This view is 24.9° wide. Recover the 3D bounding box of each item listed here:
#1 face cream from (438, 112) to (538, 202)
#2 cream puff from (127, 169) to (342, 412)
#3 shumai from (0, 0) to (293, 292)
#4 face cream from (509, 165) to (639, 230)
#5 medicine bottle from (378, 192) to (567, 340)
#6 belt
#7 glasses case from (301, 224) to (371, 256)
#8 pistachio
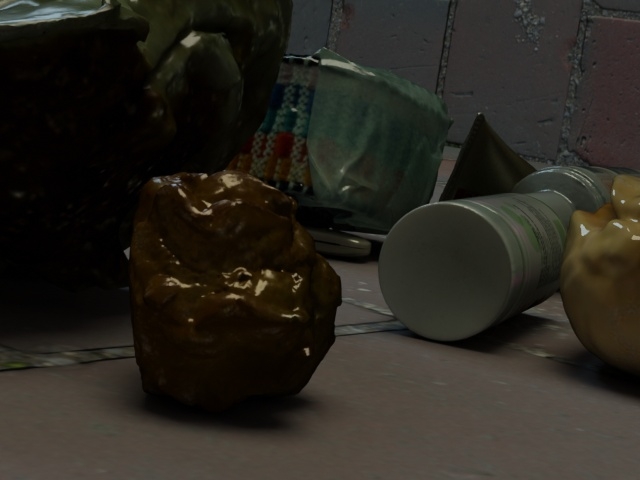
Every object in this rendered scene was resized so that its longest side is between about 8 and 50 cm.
[{"bbox_3d":[0.143,-0.033,1.262,0.084,0.137,0.341,25,7,16],"label":"face cream"},{"bbox_3d":[-0.037,0.024,0.648,0.094,0.122,0.116,1,47,-2],"label":"cream puff"},{"bbox_3d":[-0.158,-0.122,0.780,0.292,0.330,0.288,51,-2,6],"label":"shumai"},{"bbox_3d":[0.205,-0.012,1.200,0.101,0.101,0.251,13,10,35],"label":"face cream"},{"bbox_3d":[0.105,0.013,0.946,0.086,0.086,0.183,11,8,20],"label":"medicine bottle"},{"bbox_3d":[-0.018,-0.080,1.257,0.257,0.150,0.207,7,-6,21],"label":"belt"},{"bbox_3d":[0.000,0.000,1.175,0.083,0.021,0.032,10,3,12],"label":"glasses case"},{"bbox_3d":[0.211,0.030,0.867,0.145,0.117,0.200,50,12,14],"label":"pistachio"}]
